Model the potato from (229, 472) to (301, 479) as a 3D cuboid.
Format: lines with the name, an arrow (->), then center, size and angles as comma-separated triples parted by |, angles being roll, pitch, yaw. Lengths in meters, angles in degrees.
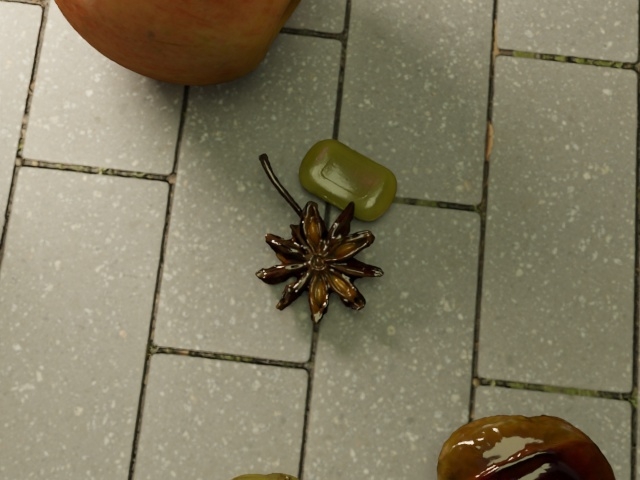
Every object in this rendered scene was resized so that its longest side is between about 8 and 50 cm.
potato -> -0.070, 0.344, 1.609 | 0.137, 0.070, 0.092 | -1, 71, -3

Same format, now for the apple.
apple -> -0.181, -0.380, 1.696 | 0.363, 0.364, 0.364 | 1, 72, -3

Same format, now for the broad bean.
broad bean -> 0.264, 0.302, 1.616 | 0.228, 0.122, 0.156 | 2, 98, 4

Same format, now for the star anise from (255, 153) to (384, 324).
star anise -> 0.000, -0.003, 1.718 | 0.177, 0.073, 0.234 | 1, 88, 6

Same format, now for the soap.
soap -> 0.039, -0.085, 1.767 | 0.140, 0.045, 0.089 | 30, 70, 8
